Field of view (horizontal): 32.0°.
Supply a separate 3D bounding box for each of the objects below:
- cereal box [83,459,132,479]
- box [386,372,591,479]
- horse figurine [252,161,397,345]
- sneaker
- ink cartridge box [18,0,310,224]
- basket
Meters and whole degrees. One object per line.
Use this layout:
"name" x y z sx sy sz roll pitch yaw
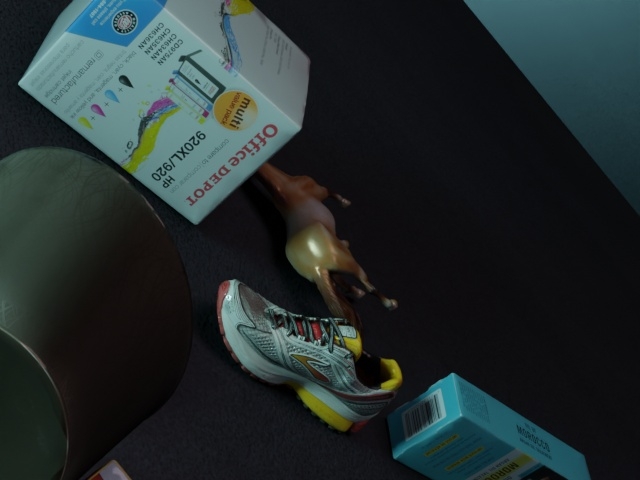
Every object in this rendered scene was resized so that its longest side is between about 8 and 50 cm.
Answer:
"cereal box" -0.150 0.257 0.583 0.240 0.047 0.173 -38 89 -30
"box" 0.192 0.242 1.244 0.244 0.100 0.060 33 32 -32
"horse figurine" 0.000 0.000 1.289 0.174 0.066 0.263 32 29 -45
"sneaker" -0.011 0.100 1.105 0.225 0.092 0.088 36 29 -28
"ink cartridge box" -0.149 -0.173 1.146 0.232 0.171 0.168 40 28 -21
"basket" -0.174 0.065 0.648 0.227 0.154 0.204 -74 147 -74
